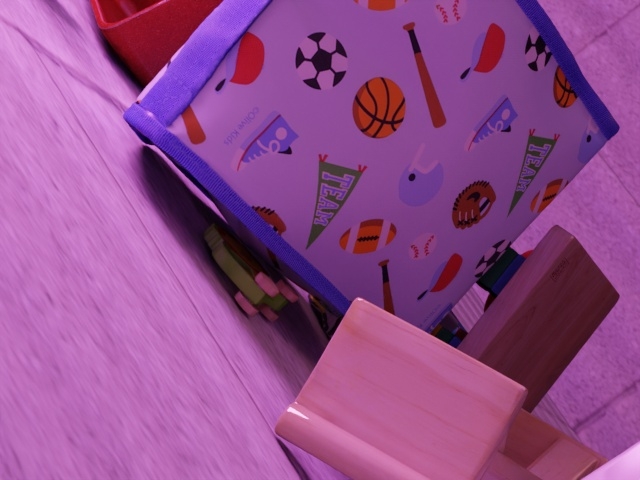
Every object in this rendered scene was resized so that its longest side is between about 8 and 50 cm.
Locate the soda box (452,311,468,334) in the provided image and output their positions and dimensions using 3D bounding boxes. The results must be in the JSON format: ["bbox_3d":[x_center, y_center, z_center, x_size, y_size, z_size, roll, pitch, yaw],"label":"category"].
[{"bbox_3d":[0.149,0.137,2.106,0.071,0.067,0.210,54,7,1],"label":"soda box"}]

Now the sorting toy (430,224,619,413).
[{"bbox_3d":[0.166,0.105,1.701,0.089,0.257,0.255,38,0,25],"label":"sorting toy"}]

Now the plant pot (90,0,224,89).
[{"bbox_3d":[-0.078,-0.231,1.767,0.267,0.267,0.236,-116,-179,-57],"label":"plant pot"}]

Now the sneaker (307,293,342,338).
[{"bbox_3d":[0.018,0.077,1.698,0.035,0.031,0.083,47,10,-44],"label":"sneaker"}]

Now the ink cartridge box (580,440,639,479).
[{"bbox_3d":[0.188,0.271,1.063,0.171,0.232,0.168,48,11,-40],"label":"ink cartridge box"}]

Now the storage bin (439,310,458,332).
[{"bbox_3d":[0.087,0.075,1.915,0.135,0.091,0.098,48,9,-40],"label":"storage bin"}]

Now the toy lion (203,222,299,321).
[{"bbox_3d":[-0.066,0.022,1.443,0.096,0.034,0.100,48,6,14],"label":"toy lion"}]

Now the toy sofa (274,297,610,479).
[{"bbox_3d":[0.096,0.188,1.341,0.150,0.177,0.362,29,-3,25],"label":"toy sofa"}]

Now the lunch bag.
[{"bbox_3d":[0.033,-0.127,1.503,0.239,0.328,0.385,38,-3,39],"label":"lunch bag"}]
